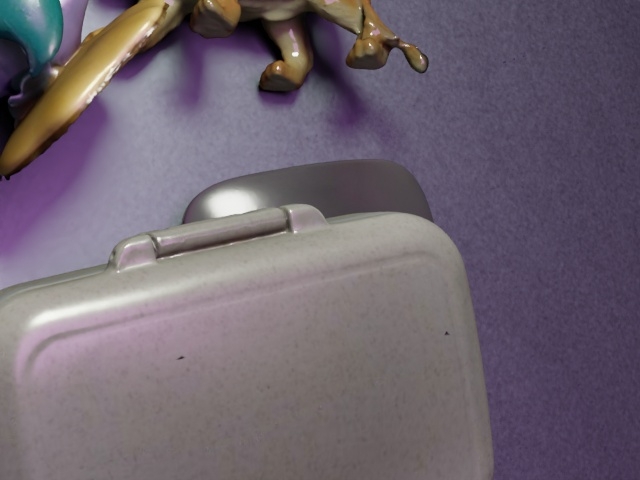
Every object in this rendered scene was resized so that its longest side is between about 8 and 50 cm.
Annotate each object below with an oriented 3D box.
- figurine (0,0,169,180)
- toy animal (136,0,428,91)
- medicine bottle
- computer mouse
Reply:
[{"bbox_3d":[-0.241,-0.190,0.937,0.257,0.181,0.208,43,23,-17],"label":"figurine"},{"bbox_3d":[-0.071,-0.212,1.111,0.312,0.097,0.158,8,67,-31],"label":"toy animal"},{"bbox_3d":[-0.058,0.124,0.982,0.375,0.123,0.282,-12,98,-27],"label":"medicine bottle"},{"bbox_3d":[0.001,0.000,1.114,0.232,0.057,0.120,-7,80,-32],"label":"computer mouse"}]
